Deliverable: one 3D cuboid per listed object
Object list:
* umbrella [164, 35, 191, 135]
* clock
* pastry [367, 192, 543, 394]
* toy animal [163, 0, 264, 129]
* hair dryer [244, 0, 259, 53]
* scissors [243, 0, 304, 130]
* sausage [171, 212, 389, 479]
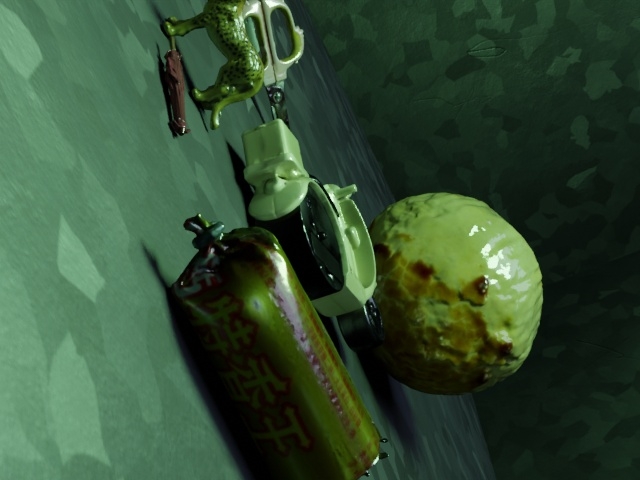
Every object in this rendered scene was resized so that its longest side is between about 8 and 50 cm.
[{"bbox_3d":[-0.177,-0.189,1.261,0.027,0.025,0.165,87,-7,-53],"label":"umbrella"},{"bbox_3d":[0.000,0.000,1.568,0.379,0.120,0.276,49,26,-62],"label":"clock"},{"bbox_3d":[0.217,0.110,1.908,0.388,0.312,0.389,38,-39,39],"label":"pastry"},{"bbox_3d":[-0.121,-0.253,1.379,0.073,0.136,0.181,-28,96,-81],"label":"toy animal"},{"bbox_3d":[-0.124,-0.374,1.832,0.198,0.100,0.057,81,-10,-50],"label":"hair dryer"},{"bbox_3d":[-0.079,-0.274,1.785,0.024,0.160,0.318,15,-58,50],"label":"scissors"},{"bbox_3d":[-0.046,0.108,1.019,0.117,0.125,0.317,-86,152,-70],"label":"sausage"}]
